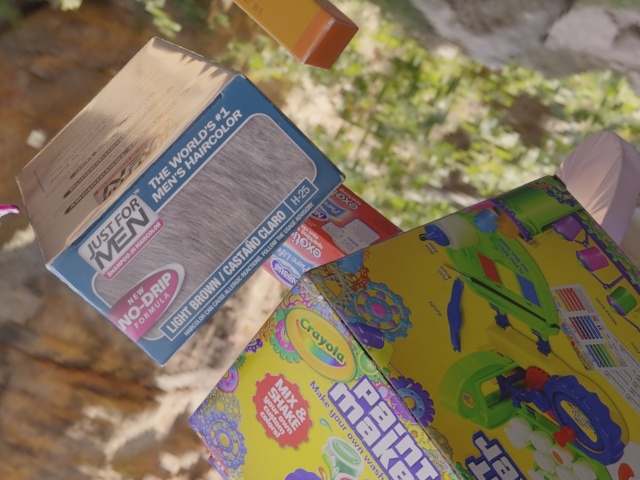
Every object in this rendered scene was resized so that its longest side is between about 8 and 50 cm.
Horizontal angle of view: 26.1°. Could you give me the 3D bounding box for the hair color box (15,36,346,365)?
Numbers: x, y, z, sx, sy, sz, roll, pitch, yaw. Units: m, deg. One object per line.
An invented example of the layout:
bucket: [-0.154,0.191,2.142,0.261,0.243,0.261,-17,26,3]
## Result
hair color box: [-0.119,-0.045,1.015,0.105,0.174,0.347,45,178,-19]

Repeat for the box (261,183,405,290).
box: [0.000,0.000,1.972,0.257,0.123,0.128,38,-140,18]

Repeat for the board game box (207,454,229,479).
board game box: [-0.005,0.376,1.948,0.347,0.056,0.208,53,-157,-9]

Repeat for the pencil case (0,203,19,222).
pencil case: [-0.333,0.039,1.013,0.104,0.236,0.104,37,176,3]

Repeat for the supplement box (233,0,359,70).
supplement box: [-0.061,-0.326,1.826,0.233,0.078,0.080,44,-160,21]

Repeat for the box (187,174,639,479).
box: [0.123,0.143,0.923,0.279,0.177,0.290,-20,-113,-45]

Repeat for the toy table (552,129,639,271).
toy table: [0.320,0.013,1.445,0.161,0.274,0.252,36,132,-8]
